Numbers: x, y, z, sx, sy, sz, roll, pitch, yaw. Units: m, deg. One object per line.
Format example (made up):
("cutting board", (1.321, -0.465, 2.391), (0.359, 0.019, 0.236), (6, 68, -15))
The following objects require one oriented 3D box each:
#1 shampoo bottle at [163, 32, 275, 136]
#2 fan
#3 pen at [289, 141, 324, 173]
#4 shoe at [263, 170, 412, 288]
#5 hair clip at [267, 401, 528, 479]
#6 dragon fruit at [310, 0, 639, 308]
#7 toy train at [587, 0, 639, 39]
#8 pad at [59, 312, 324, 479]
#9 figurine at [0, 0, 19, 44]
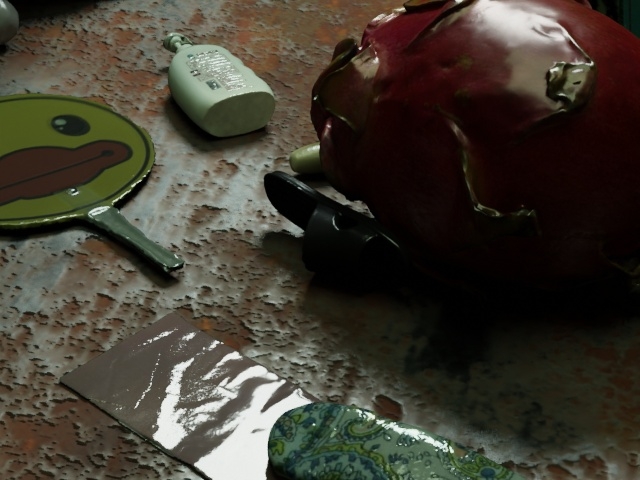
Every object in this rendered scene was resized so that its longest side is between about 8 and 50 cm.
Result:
("shampoo bottle", (-0.105, -0.148, 1.380), (0.077, 0.045, 0.152), (-16, 41, -25))
("fan", (-0.222, -0.049, 1.250), (0.230, 0.011, 0.335), (-23, 41, -35))
("pen", (0.081, -0.086, 1.324), (0.233, 0.032, 0.040), (-9, 13, -19))
("shoe", (0.000, 0.000, 1.165), (0.053, 0.062, 0.159), (-34, 49, -26))
("hair clip", (0.071, 0.151, 0.959), (0.229, 0.036, 0.066), (18, 46, 16))
("dragon fruit", (0.145, -0.077, 1.153), (0.250, 0.250, 0.315), (-28, 64, -39))
("toy train", (0.330, -0.272, 1.492), (0.154, 0.198, 0.107), (-22, 39, -14))
("pad", (-0.073, 0.110, 1.036), (0.188, 0.006, 0.113), (28, 41, 31))
("figurine", (-0.398, -0.288, 1.438), (0.377, 0.361, 0.266), (-47, 48, -9))
